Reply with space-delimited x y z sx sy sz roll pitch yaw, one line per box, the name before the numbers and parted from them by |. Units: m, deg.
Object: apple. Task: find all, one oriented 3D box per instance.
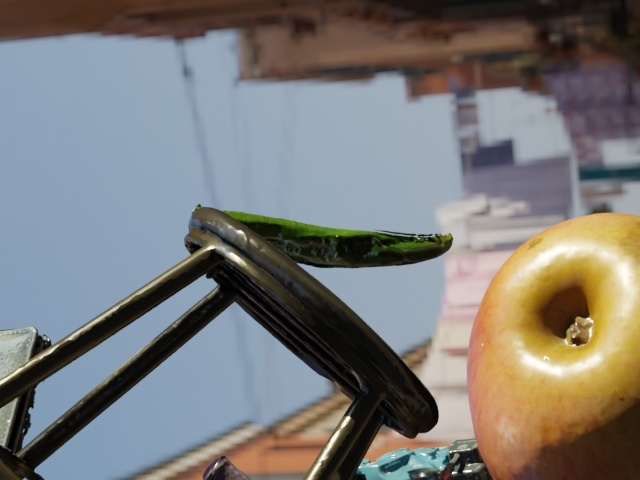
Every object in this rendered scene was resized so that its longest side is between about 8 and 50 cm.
apple | 0.323 0.148 1.862 0.364 0.364 0.363 -4 -90 -74

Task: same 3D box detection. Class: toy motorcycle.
toy motorcycle | 0.130 0.342 2.511 0.182 0.272 0.123 -36 -67 -60

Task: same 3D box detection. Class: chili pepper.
chili pepper | 0.001 0.000 2.411 0.085 0.359 0.076 100 178 -73

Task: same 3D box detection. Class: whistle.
whistle | -0.034 0.258 1.557 0.176 0.033 0.033 45 -159 -1

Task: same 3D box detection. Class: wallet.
wallet | -0.398 0.197 1.989 0.036 0.167 0.222 54 -142 -45

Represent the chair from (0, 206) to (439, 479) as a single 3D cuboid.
chair | -0.132 0.210 1.652 0.410 0.365 0.362 -48 -11 -9
